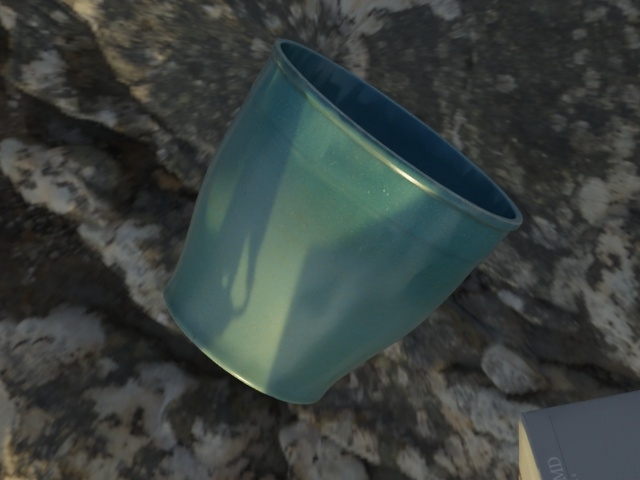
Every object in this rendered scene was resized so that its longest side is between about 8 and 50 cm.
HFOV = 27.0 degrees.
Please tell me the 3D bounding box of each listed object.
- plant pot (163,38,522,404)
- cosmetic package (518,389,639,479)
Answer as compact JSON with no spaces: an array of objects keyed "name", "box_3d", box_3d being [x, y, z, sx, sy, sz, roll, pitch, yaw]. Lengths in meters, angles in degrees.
[{"name":"plant pot","box_3d":[0.000,0.000,1.215,0.271,0.271,0.255,35,103,-4]},{"name":"cosmetic package","box_3d":[0.268,0.175,0.952,0.238,0.127,0.107,-10,138,-4]}]
